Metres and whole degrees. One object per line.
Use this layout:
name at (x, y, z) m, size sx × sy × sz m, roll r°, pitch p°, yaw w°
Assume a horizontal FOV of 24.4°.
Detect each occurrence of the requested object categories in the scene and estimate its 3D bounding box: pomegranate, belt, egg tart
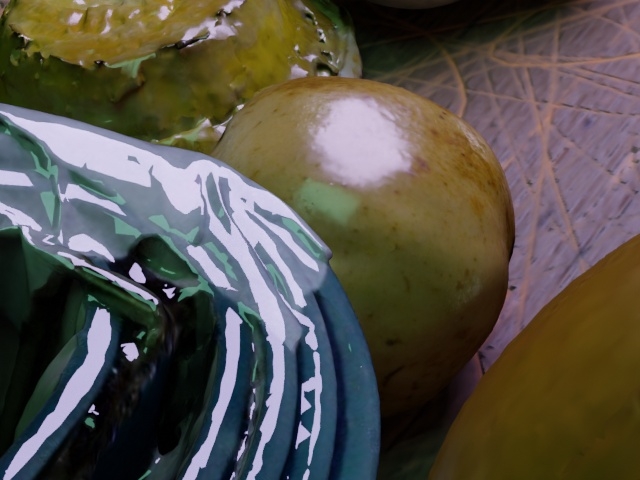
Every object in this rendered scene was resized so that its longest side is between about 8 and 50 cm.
pomegranate at (0.000, 0.000, 0.769) m, size 0.196 × 0.196 × 0.196 m, roll -7°, pitch 44°, yaw 7°
belt at (-0.163, 0.116, 0.546) m, size 0.300 × 0.173 × 0.436 m, roll 36°, pitch 40°, yaw 8°
egg tart at (-0.116, -0.121, 0.970) m, size 0.295 × 0.116 × 0.295 m, roll -8°, pitch 43°, yaw 7°

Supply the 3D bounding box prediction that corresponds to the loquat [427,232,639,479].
loquat at (0.181, 0.138, 0.485) m, size 0.328 × 0.328 × 0.328 m, roll -7°, pitch 44°, yaw 7°

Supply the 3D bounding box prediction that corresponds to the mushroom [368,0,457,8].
mushroom at (0.085, -0.292, 1.008) m, size 0.254 × 0.234 × 0.260 m, roll 16°, pitch 49°, yaw 33°
